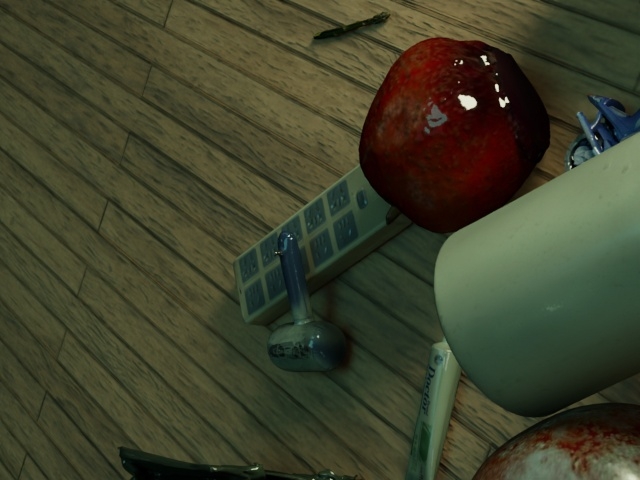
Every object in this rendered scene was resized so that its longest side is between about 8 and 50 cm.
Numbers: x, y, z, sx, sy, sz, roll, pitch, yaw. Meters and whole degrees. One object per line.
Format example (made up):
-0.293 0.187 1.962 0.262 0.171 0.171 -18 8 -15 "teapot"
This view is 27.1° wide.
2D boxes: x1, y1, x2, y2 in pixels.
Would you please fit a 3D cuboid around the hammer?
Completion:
-0.031 0.082 1.783 0.116 0.069 0.194 -7 96 50 "hammer"

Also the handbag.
-0.110 0.323 1.722 0.260 0.247 0.079 -11 68 51 "handbag"

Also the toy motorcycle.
0.343 -0.097 1.401 0.205 0.076 0.114 21 90 52 "toy motorcycle"

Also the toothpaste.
0.138 0.209 1.610 0.064 0.041 0.218 24 104 61 "toothpaste"

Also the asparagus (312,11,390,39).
0.041 -0.298 1.855 0.166 0.013 0.016 -5 89 51 "asparagus"

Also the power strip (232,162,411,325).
0.000 0.000 1.817 0.367 0.043 0.106 -37 56 41 "power strip"

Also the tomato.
0.274 0.310 1.246 0.317 0.282 0.316 -21 58 37 "tomato"

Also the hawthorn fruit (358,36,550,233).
0.146 -0.112 1.551 0.249 0.215 0.215 -61 42 32 "hawthorn fruit"

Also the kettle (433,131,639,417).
0.304 0.028 1.235 0.318 0.265 0.205 -35 35 40 "kettle"
